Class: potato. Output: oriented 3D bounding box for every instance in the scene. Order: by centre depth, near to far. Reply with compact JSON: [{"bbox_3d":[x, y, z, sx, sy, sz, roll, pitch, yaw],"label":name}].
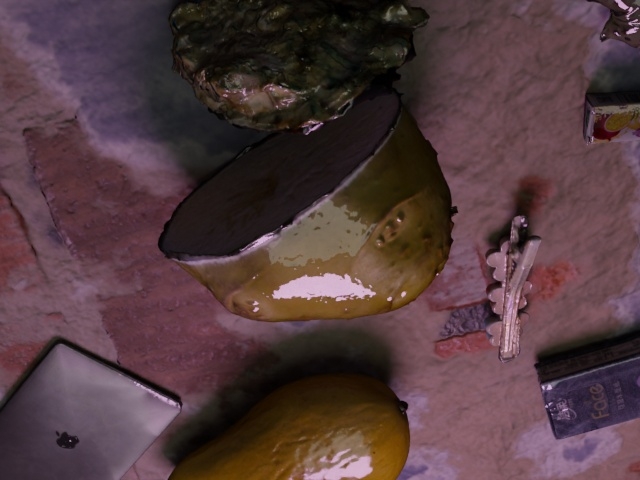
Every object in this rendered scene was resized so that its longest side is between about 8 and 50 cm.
[{"bbox_3d":[0.000,0.000,1.292,0.300,0.246,0.196,-26,115,17],"label":"potato"}]

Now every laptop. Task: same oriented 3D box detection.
[{"bbox_3d":[-0.325,0.253,1.583,0.188,0.015,0.269,31,118,-23],"label":"laptop"}]

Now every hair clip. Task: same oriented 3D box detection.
[{"bbox_3d":[0.225,0.056,1.468,0.062,0.056,0.214,-12,135,-16],"label":"hair clip"}]

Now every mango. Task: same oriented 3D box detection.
[{"bbox_3d":[-0.028,0.281,1.557,0.332,0.142,0.195,-36,116,28],"label":"mango"}]

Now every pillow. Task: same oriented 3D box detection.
[{"bbox_3d":[0.362,-0.222,1.279,0.241,0.051,0.093,22,121,-21],"label":"pillow"}]

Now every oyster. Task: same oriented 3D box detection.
[{"bbox_3d":[-0.033,-0.194,1.202,0.260,0.198,0.092,12,146,36],"label":"oyster"}]

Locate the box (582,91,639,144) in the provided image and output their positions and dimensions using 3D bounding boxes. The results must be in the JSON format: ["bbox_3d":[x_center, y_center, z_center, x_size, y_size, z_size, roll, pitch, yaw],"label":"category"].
[{"bbox_3d":[0.391,-0.139,1.346,0.207,0.041,0.050,-4,121,-2],"label":"box"}]

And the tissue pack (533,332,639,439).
[{"bbox_3d":[0.358,0.186,1.565,0.156,0.051,0.112,-17,126,7],"label":"tissue pack"}]
